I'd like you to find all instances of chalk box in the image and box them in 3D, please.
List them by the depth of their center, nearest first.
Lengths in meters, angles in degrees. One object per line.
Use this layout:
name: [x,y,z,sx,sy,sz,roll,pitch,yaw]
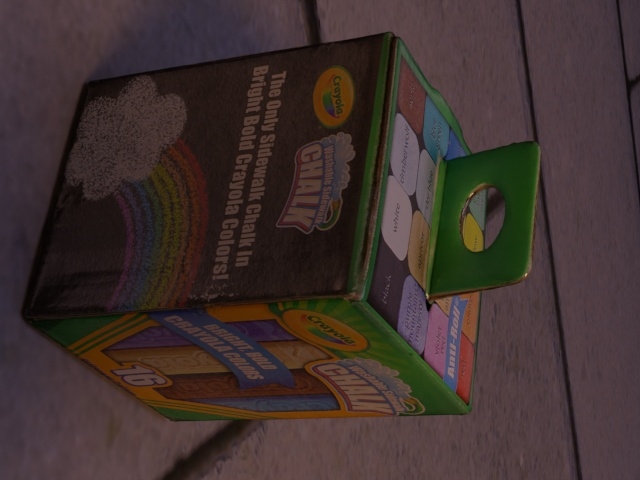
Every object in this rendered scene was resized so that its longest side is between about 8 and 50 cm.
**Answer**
chalk box: [0.000,0.000,0.576,0.132,0.213,0.132,49,45,-52]
